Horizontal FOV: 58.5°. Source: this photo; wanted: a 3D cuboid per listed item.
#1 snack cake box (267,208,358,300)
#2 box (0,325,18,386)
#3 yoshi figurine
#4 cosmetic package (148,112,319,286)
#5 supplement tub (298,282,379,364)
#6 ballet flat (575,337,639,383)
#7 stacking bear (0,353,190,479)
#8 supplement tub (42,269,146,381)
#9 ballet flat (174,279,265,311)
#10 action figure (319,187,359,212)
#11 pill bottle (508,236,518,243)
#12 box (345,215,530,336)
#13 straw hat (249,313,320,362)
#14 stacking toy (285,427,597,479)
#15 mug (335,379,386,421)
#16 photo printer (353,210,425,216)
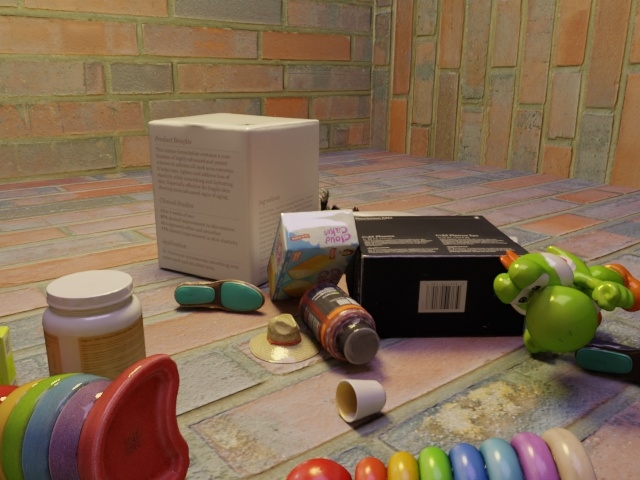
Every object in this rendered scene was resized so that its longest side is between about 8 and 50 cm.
[{"bbox_3d":[-0.025,0.038,1.243,0.152,0.089,0.264,-3,-27,-13],"label":"snack cake box"},{"bbox_3d":[-0.589,0.199,0.907,0.178,0.109,0.042,-3,18,-12],"label":"box"},{"bbox_3d":[0.446,0.122,1.010,0.362,0.204,0.203,8,6,-41],"label":"yoshi figurine"},{"bbox_3d":[-0.219,-0.127,1.533,0.329,0.394,0.327,11,19,29],"label":"cosmetic package"},{"bbox_3d":[0.036,0.158,1.074,0.106,0.106,0.198,-6,18,-20],"label":"supplement tub"},{"bbox_3d":[0.548,0.209,0.979,0.203,0.074,0.074,10,18,37],"label":"ballet flat"},{"bbox_3d":[-0.336,0.240,0.714,0.288,0.176,0.164,-3,6,22],"label":"stacking bear"},{"bbox_3d":[-0.347,0.159,0.887,0.144,0.200,0.144,1,16,0],"label":"supplement tub"},{"bbox_3d":[-0.220,0.119,1.276,0.206,0.073,0.067,6,2,6],"label":"ballet flat"},{"bbox_3d":[-0.012,-0.101,1.913,0.275,0.141,0.164,10,30,25],"label":"action figure"},{"bbox_3d":[0.481,0.019,1.614,0.137,0.078,0.078,2,16,7],"label":"pill bottle"},{"bbox_3d":[0.238,0.067,1.263,0.343,0.179,0.312,0,18,-2],"label":"box"},{"bbox_3d":[-0.071,0.174,1.093,0.144,0.061,0.144,1,16,0],"label":"straw hat"},{"bbox_3d":[0.120,0.288,0.628,0.330,0.141,0.141,-5,16,6],"label":"stacking toy"},{"bbox_3d":[0.062,0.239,0.881,0.064,0.062,0.078,0,21,-30],"label":"mug"},{"bbox_3d":[0.225,-0.020,1.630,0.256,0.107,0.307,13,11,34],"label":"photo printer"}]
